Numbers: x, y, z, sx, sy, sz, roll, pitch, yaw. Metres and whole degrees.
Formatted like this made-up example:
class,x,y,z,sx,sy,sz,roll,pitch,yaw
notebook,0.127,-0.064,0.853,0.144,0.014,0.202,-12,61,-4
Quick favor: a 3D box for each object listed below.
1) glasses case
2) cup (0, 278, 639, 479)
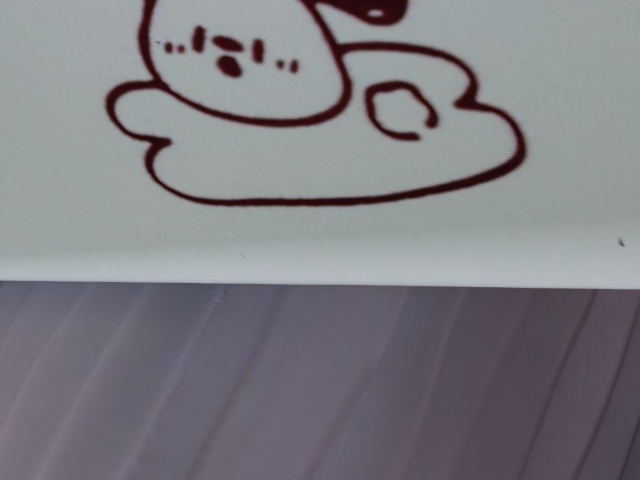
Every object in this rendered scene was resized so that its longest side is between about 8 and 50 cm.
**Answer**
class,x,y,z,sx,sy,sz,roll,pitch,yaw
glasses case,-0.001,-0.056,0.358,0.131,0.313,0.070,65,-144,-42
cup,-0.053,0.119,0.493,0.288,0.208,0.273,-31,27,47
